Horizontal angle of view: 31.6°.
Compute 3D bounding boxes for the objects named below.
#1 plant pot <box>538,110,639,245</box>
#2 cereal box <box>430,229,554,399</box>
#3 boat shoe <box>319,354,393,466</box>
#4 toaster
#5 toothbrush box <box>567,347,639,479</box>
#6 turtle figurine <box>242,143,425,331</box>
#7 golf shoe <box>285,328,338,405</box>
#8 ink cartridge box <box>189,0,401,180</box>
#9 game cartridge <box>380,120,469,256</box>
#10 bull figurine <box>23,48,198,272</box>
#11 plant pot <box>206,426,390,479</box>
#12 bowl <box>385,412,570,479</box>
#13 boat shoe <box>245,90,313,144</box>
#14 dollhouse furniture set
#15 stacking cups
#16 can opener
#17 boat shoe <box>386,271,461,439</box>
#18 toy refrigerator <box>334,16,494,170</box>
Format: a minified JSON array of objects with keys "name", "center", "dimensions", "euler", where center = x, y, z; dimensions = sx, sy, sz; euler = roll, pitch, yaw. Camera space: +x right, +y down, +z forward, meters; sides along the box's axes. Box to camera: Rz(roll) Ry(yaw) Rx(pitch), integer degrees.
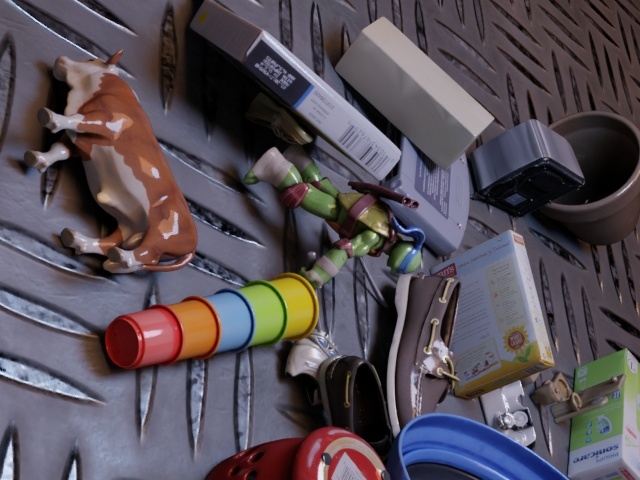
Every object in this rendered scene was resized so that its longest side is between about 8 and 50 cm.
[{"name":"plant pot","center":[0.587,-0.110,2.416],"dimensions":[0.229,0.263,0.263],"euler":[51,31,-47]},{"name":"cereal box","center":[0.280,0.123,1.872],"dimensions":[0.047,0.173,0.240],"euler":[22,50,-44]},{"name":"boat shoe","center":[0.058,0.265,1.518],"dimensions":[0.081,0.069,0.227],"euler":[-19,96,-35]},{"name":"toaster","center":[0.400,-0.139,2.235],"dimensions":[0.186,0.168,0.110],"euler":[21,48,-46]},{"name":"toothbrush box","center":[0.579,0.381,2.130],"dimensions":[0.206,0.122,0.283],"euler":[46,37,-21]},{"name":"turtle figurine","center":[0.000,0.000,1.654],"dimensions":[0.266,0.274,0.198],"euler":[44,55,10]},{"name":"golf shoe","center":[0.015,0.204,1.575],"dimensions":[0.176,0.069,0.086],"euler":[44,59,-22]},{"name":"ink cartridge box","center":[-0.054,-0.241,1.718],"dimensions":[0.304,0.072,0.307],"euler":[36,2,-33]},{"name":"game cartridge","center":[0.194,-0.117,2.044],"dimensions":[0.196,0.060,0.294],"euler":[37,40,-26]},{"name":"bull figurine","center":[-0.258,-0.097,1.381],"dimensions":[0.188,0.101,0.310],"euler":[-28,87,-53]},{"name":"plant pot","center":[-0.020,0.321,1.327],"dimensions":[0.191,0.174,0.191],"euler":[30,46,-37]},{"name":"bowl","center":[0.245,0.380,1.439],"dimensions":[0.391,0.077,0.391],"euler":[29,20,-11]},{"name":"boat shoe","center":[-0.062,-0.172,1.673],"dimensions":[0.056,0.048,0.153],"euler":[37,4,-45]},{"name":"dollhouse furniture set","center":[0.454,0.238,2.063],"dimensions":[0.151,0.123,0.144],"euler":[59,33,-4]},{"name":"stacking cups","center":[-0.127,0.102,1.409],"dimensions":[0.316,0.096,0.096],"euler":[-8,73,-55]},{"name":"can opener","center":[0.298,0.229,1.928],"dimensions":[0.093,0.074,0.280],"euler":[71,5,-71]},{"name":"boat shoe","center":[0.162,0.179,1.716],"dimensions":[0.324,0.097,0.116],"euler":[-80,159,-45]},{"name":"toy refrigerator","center":[0.166,-0.260,1.988],"dimensions":[0.269,0.102,0.094],"euler":[43,43,4]}]
